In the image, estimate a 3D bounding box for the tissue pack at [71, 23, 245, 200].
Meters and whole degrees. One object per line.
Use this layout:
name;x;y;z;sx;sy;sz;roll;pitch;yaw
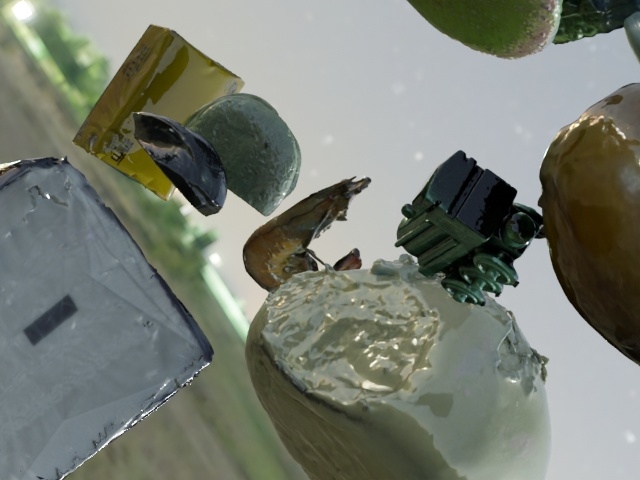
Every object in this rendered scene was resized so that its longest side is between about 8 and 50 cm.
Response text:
tissue pack;-0.183;-0.145;1.904;0.120;0.169;0.082;34;0;-32

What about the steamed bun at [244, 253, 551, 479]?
steamed bun;0.099;0.170;1.758;0.334;0.233;0.312;37;-22;36

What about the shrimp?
shrimp;0.000;-0.001;2.246;0.143;0.251;0.052;36;43;-18

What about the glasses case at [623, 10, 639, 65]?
glasses case;0.388;-0.189;1.875;0.178;0.045;0.067;43;18;-44

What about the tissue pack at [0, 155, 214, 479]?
tissue pack;-0.261;0.072;1.173;0.198;0.210;0.370;60;-27;-10

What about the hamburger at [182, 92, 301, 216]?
hamburger;-0.068;-0.088;1.529;0.121;0.084;0.054;36;6;10

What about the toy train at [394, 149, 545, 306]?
toy train;0.116;-0.007;1.357;0.111;0.071;0.170;36;-17;-4

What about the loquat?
loquat;0.256;-0.003;1.244;0.227;0.179;0.179;63;-3;7

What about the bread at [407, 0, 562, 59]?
bread;0.137;-0.306;1.759;0.301;0.045;0.301;40;-19;17

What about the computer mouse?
computer mouse;-0.114;-0.071;1.418;0.135;0.047;0.079;46;-3;47

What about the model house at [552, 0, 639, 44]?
model house;0.283;-0.357;1.872;0.194;0.170;0.211;-9;-39;42
